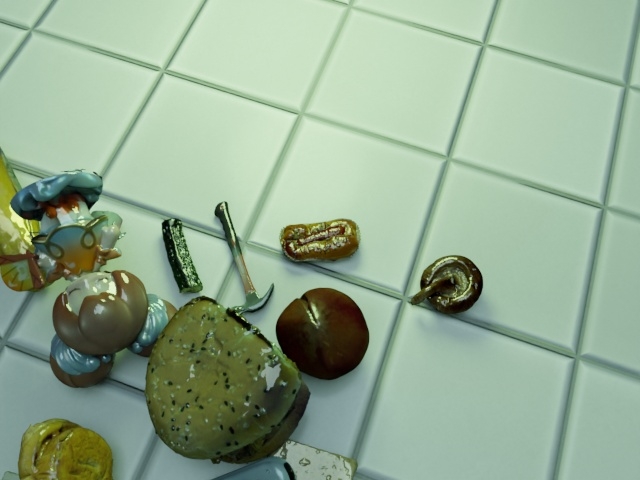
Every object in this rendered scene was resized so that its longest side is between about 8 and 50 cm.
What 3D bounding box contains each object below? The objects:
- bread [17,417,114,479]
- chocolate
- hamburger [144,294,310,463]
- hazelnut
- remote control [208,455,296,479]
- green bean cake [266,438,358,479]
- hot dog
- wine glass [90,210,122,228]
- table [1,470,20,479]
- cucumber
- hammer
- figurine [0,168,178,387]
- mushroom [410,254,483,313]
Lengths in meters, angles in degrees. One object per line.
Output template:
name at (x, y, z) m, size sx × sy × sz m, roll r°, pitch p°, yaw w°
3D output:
bread at (-0.477, 0.452, 1.192) m, size 0.120 × 0.198 × 0.236 m, roll -11°, pitch 65°, yaw 13°
chocolate at (-0.738, -0.073, 1.471) m, size 0.162 × 0.162 × 0.445 m, roll -35°, pitch 75°, yaw -16°
hamburger at (-0.191, 0.288, 1.253) m, size 0.318 × 0.195 × 0.277 m, roll 29°, pitch 79°, yaw 30°
hazelnut at (0.003, 0.189, 1.325) m, size 0.208 × 0.208 × 0.208 m, roll 1°, pitch 65°, yaw -1°
remote control at (-0.155, 0.479, 1.210) m, size 0.244 × 0.047 × 0.087 m, roll -28°, pitch 73°, yaw 20°
green bean cake at (-0.025, 0.464, 1.261) m, size 0.179 × 0.085 × 0.109 m, roll 15°, pitch 67°, yaw 6°
hot dog at (0.000, 0.000, 1.495) m, size 0.191 × 0.059 × 0.108 m, roll -7°, pitch 61°, yaw -3°
wine glass at (-0.505, 0.014, 1.467) m, size 0.073 × 0.073 × 0.155 m, roll 5°, pitch 68°, yaw 1°
table at (-0.579, 0.494, 1.230) m, size 0.062 × 0.083 × 0.079 m, roll 15°, pitch 65°, yaw 4°
cucumber at (-0.323, 0.035, 1.468) m, size 0.058 × 0.058 × 0.187 m, roll -19°, pitch 66°, yaw -10°
hammer at (-0.192, 0.035, 1.484) m, size 0.111 × 0.033 × 0.288 m, roll -19°, pitch 67°, yaw -9°
figurine at (-0.476, 0.084, 1.309) m, size 0.276 × 0.248 × 0.388 m, roll -24°, pitch 80°, yaw -9°
mushroom at (0.281, 0.107, 1.441) m, size 0.170 × 0.080 × 0.135 m, roll -20°, pitch 55°, yaw -10°
